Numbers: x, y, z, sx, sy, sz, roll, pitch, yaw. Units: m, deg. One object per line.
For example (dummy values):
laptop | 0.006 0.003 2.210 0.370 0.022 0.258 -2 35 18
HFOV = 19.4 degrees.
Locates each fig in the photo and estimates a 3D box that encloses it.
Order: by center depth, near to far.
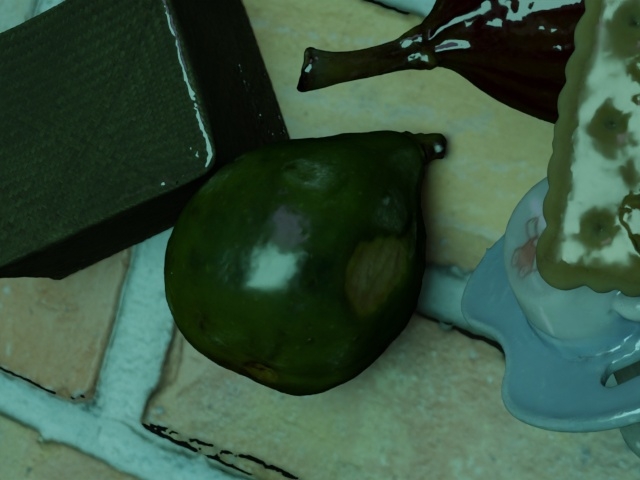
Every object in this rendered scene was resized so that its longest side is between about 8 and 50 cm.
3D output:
fig | 0.136 -0.146 1.270 0.320 0.217 0.217 -23 77 -11
fig | 0.000 0.000 1.422 0.195 0.195 0.245 25 63 25

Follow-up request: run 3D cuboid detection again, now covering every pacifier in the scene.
pacifier | 0.231 0.061 1.297 0.238 0.287 0.226 -27 120 0

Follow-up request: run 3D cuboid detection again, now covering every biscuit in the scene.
biscuit | 0.304 -0.050 1.140 0.324 0.044 0.217 11 91 9

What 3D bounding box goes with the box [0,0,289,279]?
box | -0.186 -0.092 1.523 0.273 0.143 0.184 -23 79 24
